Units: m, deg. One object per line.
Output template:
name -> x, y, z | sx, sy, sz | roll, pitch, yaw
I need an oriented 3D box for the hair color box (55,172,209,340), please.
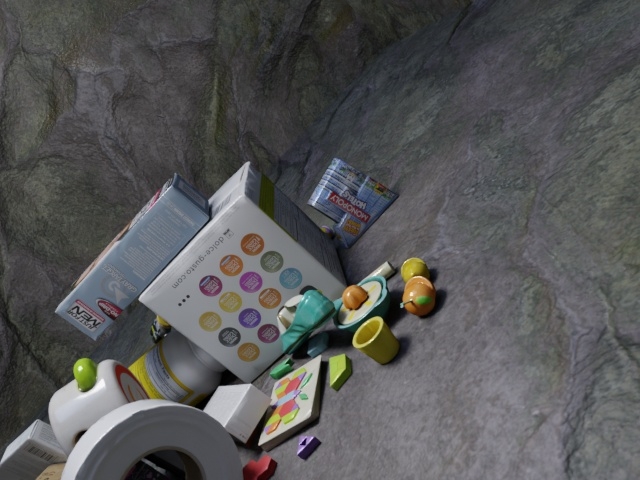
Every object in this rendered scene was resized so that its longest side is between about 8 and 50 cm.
hair color box -> -0.419, 0.029, 1.331 | 0.374, 0.114, 0.185 | -47, 18, 4

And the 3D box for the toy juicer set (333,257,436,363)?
toy juicer set -> 0.107, 0.099, 1.148 | 0.209, 0.089, 0.329 | -46, 17, -4

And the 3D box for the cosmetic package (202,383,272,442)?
cosmetic package -> -0.183, 0.354, 1.200 | 0.098, 0.060, 0.239 | -59, 13, -25

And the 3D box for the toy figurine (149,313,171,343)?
toy figurine -> -0.369, 0.229, 1.697 | 0.148, 0.213, 0.209 | -49, 10, 44

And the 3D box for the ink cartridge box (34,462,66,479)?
ink cartridge box -> -0.573, 0.614, 1.226 | 0.088, 0.193, 0.234 | -6, 8, 3

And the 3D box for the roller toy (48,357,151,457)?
roller toy -> -0.402, 0.338, 1.088 | 0.146, 0.209, 0.191 | -34, -25, -8

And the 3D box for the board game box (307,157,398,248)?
board game box -> 0.074, -0.087, 1.548 | 0.194, 0.194, 0.060 | -60, 18, -2

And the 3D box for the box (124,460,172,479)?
box -> -0.386, 0.531, 1.170 | 0.247, 0.142, 0.163 | -16, 34, 56

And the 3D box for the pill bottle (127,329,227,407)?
pill bottle -> -0.375, 0.349, 1.483 | 0.334, 0.188, 0.188 | -40, 18, 12

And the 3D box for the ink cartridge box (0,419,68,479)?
ink cartridge box -> -0.634, 0.572, 1.399 | 0.239, 0.275, 0.060 | -40, 27, 19

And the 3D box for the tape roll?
tape roll -> -0.275, 0.413, 0.966 | 0.100, 0.286, 0.286 | -15, 34, 56

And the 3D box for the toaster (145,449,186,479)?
toaster -> -0.348, 0.425, 1.257 | 0.168, 0.186, 0.110 | -18, 38, 55

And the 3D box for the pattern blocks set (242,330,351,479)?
pattern blocks set -> -0.056, 0.313, 1.127 | 0.285, 0.026, 0.325 | -41, 17, 9

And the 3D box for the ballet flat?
ballet flat -> -0.043, 0.164, 1.219 | 0.083, 0.087, 0.247 | -39, -8, -33

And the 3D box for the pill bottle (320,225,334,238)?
pill bottle -> 0.000, 0.000, 1.681 | 0.083, 0.043, 0.043 | -53, 19, -23

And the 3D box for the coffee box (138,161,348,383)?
coffee box -> -0.176, 0.066, 1.432 | 0.338, 0.334, 0.338 | -44, 18, 10
